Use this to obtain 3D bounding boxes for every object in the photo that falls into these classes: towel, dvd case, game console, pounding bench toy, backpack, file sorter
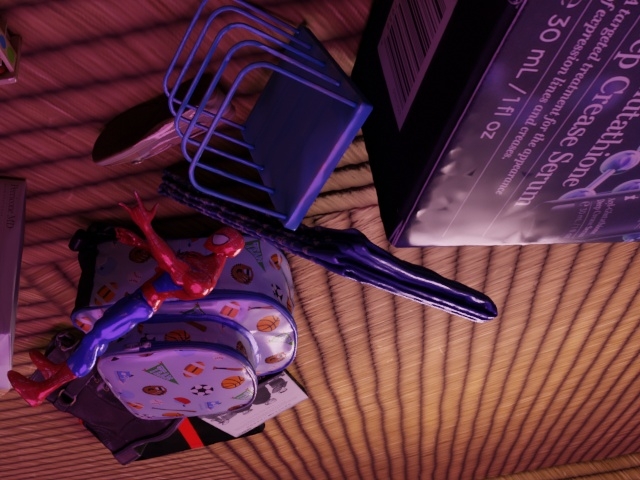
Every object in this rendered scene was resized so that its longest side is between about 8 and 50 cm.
[{"bbox_3d":[0.000,0.000,0.750,0.243,0.040,0.336,22,180,-42],"label":"towel"},{"bbox_3d":[-0.128,0.318,1.383,0.179,0.029,0.238,-28,155,-2],"label":"dvd case"},{"bbox_3d":[-0.298,0.366,1.473,0.342,0.060,0.386,-12,151,-6],"label":"game console"},{"bbox_3d":[-0.281,-0.149,0.569,0.052,0.083,0.065,-9,149,-1],"label":"pounding bench toy"},{"bbox_3d":[-0.160,0.103,0.910,0.264,0.213,0.276,-13,149,-2],"label":"backpack"},{"bbox_3d":[-0.056,-0.115,0.577,0.104,0.170,0.118,20,116,-31],"label":"file sorter"}]

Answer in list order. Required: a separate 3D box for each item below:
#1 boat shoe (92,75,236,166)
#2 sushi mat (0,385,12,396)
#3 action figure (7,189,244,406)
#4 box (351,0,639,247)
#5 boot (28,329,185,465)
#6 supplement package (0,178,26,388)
[{"bbox_3d":[-0.158,-0.109,0.700,0.153,0.056,0.048,-27,141,15],"label":"boat shoe"},{"bbox_3d":[-0.683,0.229,1.163,0.317,0.019,0.151,21,139,-40],"label":"sushi mat"},{"bbox_3d":[-0.216,0.043,0.734,0.280,0.091,0.139,-31,103,6],"label":"action figure"},{"bbox_3d":[0.259,-0.157,0.573,0.396,0.212,0.293,-2,148,-13],"label":"box"},{"bbox_3d":[-0.327,0.223,1.099,0.263,0.091,0.229,-41,101,21],"label":"boot"},{"bbox_3d":[-0.428,0.043,0.743,0.203,0.194,0.149,4,146,-22],"label":"supplement package"}]
